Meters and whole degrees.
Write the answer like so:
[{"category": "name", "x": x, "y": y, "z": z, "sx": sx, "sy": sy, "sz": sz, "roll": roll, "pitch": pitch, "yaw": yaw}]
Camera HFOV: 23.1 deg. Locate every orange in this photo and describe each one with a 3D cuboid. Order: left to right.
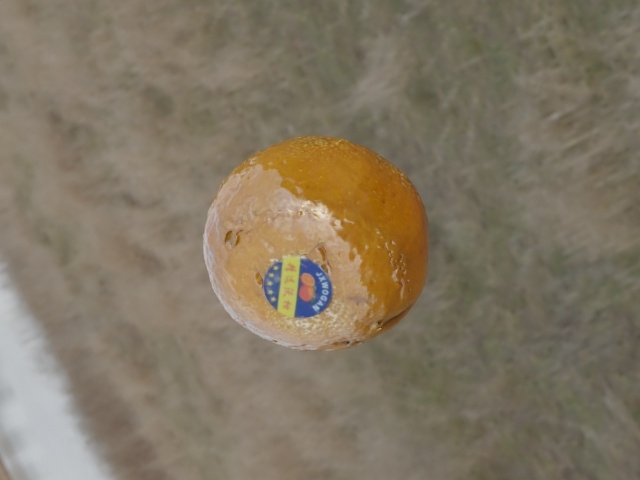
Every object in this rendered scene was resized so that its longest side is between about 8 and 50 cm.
[{"category": "orange", "x": -0.001, "y": 0.002, "z": 0.921, "sx": 0.117, "sy": 0.135, "sz": 0.136, "roll": -61, "pitch": -48, "yaw": -65}]
